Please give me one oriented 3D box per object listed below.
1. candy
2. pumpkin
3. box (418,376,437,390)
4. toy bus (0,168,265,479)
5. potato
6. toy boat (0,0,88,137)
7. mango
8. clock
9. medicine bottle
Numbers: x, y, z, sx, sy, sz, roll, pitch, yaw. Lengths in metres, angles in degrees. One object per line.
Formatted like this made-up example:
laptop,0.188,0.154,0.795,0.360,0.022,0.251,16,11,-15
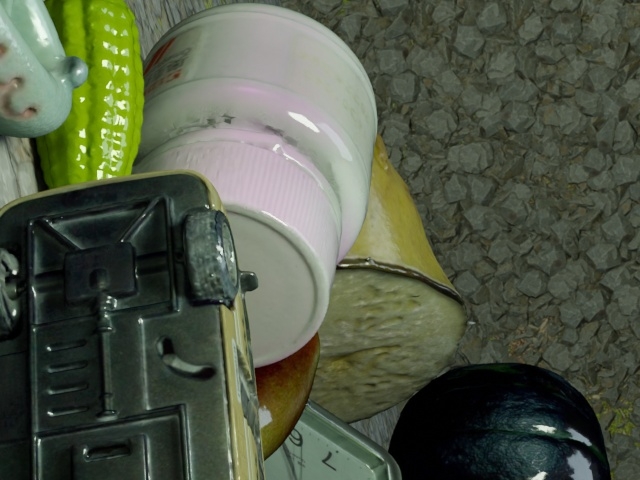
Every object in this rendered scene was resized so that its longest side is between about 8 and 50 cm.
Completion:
candy,-0.190,-0.102,1.383,0.097,0.096,0.210,63,20,-64
pumpkin,0.212,0.323,2.016,0.363,0.266,0.363,-6,90,-84
box,0.024,0.087,2.225,0.297,0.225,0.190,-80,156,-76
toy bus,-0.119,0.147,1.096,0.202,0.176,0.365,72,10,-58
potato,0.000,0.000,1.947,0.397,0.289,0.296,63,13,-59
toy boat,-0.229,-0.166,1.232,0.134,0.078,0.208,-100,172,-54
mango,-0.081,0.149,1.585,0.267,0.133,0.111,-52,133,-59
clock,-0.024,0.247,1.729,0.273,0.049,0.279,35,24,-20
medicine bottle,-0.075,-0.051,1.577,0.302,0.241,0.241,-82,158,-51
